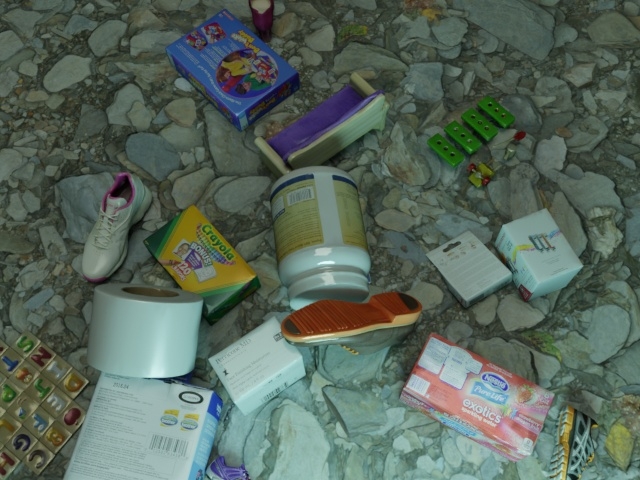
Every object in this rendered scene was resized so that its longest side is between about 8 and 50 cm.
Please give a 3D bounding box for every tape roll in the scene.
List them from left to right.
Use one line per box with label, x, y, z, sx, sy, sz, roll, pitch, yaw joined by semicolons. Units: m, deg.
tape roll;-0.401;0.199;1.488;0.246;0.246;0.169;8;94;6

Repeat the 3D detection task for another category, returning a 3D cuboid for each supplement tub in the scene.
supplement tub;0.000;0.000;1.603;0.228;0.228;0.316;-7;64;-2

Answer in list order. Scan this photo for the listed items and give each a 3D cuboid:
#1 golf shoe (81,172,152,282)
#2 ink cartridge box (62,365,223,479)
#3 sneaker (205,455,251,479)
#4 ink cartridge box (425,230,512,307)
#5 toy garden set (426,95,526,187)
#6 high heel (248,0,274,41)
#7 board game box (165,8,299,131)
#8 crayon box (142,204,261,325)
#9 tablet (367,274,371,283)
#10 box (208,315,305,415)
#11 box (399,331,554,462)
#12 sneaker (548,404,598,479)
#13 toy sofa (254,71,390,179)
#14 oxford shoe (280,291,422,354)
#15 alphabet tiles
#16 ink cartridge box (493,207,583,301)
golf shoe;-0.550;-0.043;1.694;0.115;0.140;0.306;15;67;7
ink cartridge box;-0.385;0.451;1.445;0.270;0.151;0.395;10;67;6
sneaker;-0.176;0.540;1.444;0.170;0.068;0.071;31;64;16
ink cartridge box;0.379;0.072;1.671;0.145;0.045;0.179;-28;49;-10
toy garden set;0.454;-0.269;1.818;0.244;0.049;0.204;-36;67;-15
high heel;-0.190;-0.747;2.026;0.082;0.117;0.244;-4;65;0
board game box;-0.263;-0.515;1.941;0.233;0.078;0.347;-39;69;-15
crayon box;-0.304;0.060;1.666;0.165;0.081;0.278;-39;69;-15
tablet;0.097;0.078;1.686;0.054;0.006;0.083;-11;64;-3
box;-0.141;0.292;1.495;0.181;0.182;0.119;-33;68;-12
box;0.346;0.355;1.470;0.300;0.142;0.154;25;68;13
sneaker;0.564;0.477;1.440;0.083;0.084;0.215;18;65;5
toy sofa;0.006;-0.311;1.781;0.362;0.177;0.150;-37;69;-13
oxford shoe;0.073;0.214;1.486;0.364;0.132;0.130;-3;30;-29
alphabet tiles;-0.735;0.389;1.564;0.342;0.011;0.285;33;70;16
ink cartridge box;0.538;0.036;1.623;0.127;0.128;0.176;-20;65;-7
